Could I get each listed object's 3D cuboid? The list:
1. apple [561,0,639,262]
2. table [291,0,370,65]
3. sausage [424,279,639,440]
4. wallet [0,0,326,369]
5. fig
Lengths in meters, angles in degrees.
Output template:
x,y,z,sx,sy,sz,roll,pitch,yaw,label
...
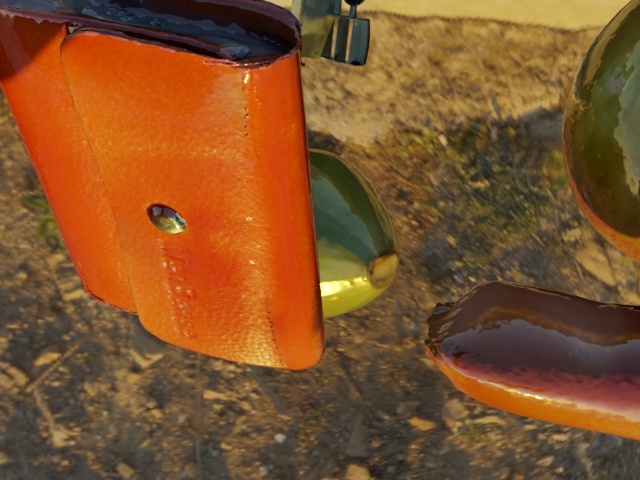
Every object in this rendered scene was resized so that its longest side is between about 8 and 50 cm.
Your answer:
x,y,z,sx,sy,sz,roll,pitch,yaw,label
0.471,-0.138,1.140,0.384,0.374,0.374,3,81,-20,apple
-0.010,-0.322,1.373,0.175,0.062,0.146,24,114,45,table
0.214,0.085,0.632,0.300,0.083,0.089,7,45,11,sausage
-0.069,-0.024,0.451,0.142,0.204,0.045,16,54,16,wallet
-0.009,0.005,1.243,0.207,0.207,0.230,-34,51,10,fig
